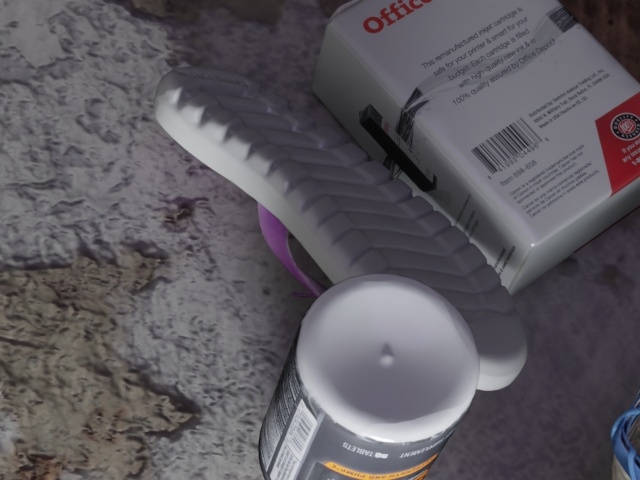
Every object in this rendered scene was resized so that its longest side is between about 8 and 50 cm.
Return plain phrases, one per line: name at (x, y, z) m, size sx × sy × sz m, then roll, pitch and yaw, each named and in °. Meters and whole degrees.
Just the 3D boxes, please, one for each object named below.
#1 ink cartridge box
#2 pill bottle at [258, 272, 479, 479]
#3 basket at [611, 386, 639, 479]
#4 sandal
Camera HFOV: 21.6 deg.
ink cartridge box at (0.152, -0.114, 1.481) m, size 0.197 × 0.114 × 0.273 m, roll -32°, pitch 72°, yaw -25°
pill bottle at (0.026, 0.134, 1.234) m, size 0.130 × 0.245 × 0.130 m, roll 5°, pitch 60°, yaw -9°
basket at (0.351, 0.144, 1.270) m, size 0.255 × 0.289 × 0.201 m, roll -36°, pitch 65°, yaw -24°
sandal at (0.011, -0.001, 1.393) m, size 0.169 × 0.102 × 0.416 m, roll -7°, pitch 43°, yaw -46°
